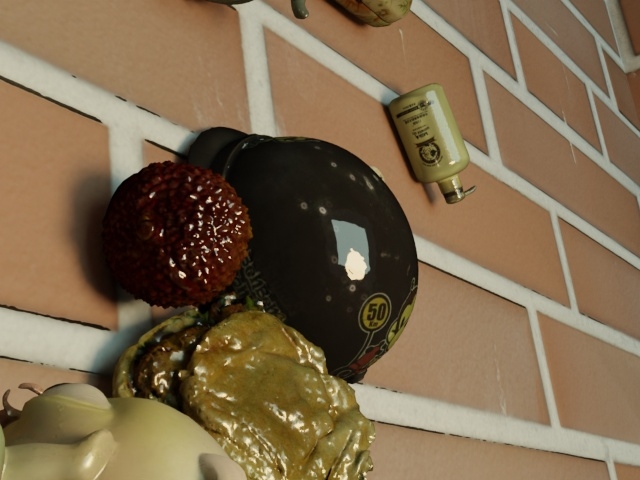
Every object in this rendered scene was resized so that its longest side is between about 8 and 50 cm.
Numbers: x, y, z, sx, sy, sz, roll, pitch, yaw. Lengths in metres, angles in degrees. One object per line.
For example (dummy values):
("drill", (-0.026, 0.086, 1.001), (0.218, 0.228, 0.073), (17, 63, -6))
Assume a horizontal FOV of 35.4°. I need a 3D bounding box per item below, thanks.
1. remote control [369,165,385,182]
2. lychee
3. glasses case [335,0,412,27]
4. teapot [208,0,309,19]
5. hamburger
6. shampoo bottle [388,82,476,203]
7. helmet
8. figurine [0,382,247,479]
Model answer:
("remote control", (0.065, -0.028, 1.198), (0.074, 0.032, 0.122), (-21, 90, -60))
("lychee", (-0.112, -0.007, 0.808), (0.129, 0.123, 0.123), (-31, 99, -59))
("glasses case", (-0.013, -0.407, 1.238), (0.425, 0.098, 0.156), (26, 56, -50))
("teapot", (-0.105, -0.308, 0.999), (0.239, 0.162, 0.149), (30, 55, -14))
("hamburger", (-0.069, 0.151, 0.801), (0.206, 0.130, 0.183), (52, 35, 2))
("shampoo bottle", (0.155, -0.126, 1.359), (0.079, 0.079, 0.162), (-26, 95, -60))
("helmet", (0.000, 0.000, 0.951), (0.230, 0.160, 0.279), (-20, 90, -59))
("figurine", (-0.202, 0.153, 0.482), (0.394, 0.226, 0.274), (35, 16, -31))
